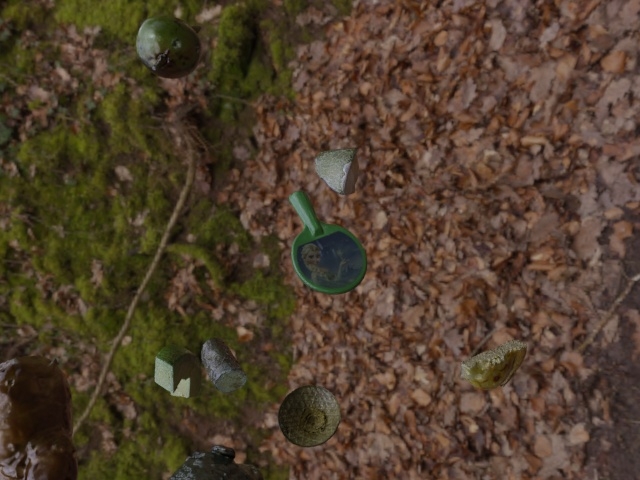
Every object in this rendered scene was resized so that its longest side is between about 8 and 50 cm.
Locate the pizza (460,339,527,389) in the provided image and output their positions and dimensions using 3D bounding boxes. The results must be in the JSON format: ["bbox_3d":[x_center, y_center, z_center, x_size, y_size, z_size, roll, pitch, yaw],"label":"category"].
[{"bbox_3d":[0.500,0.387,1.773,0.204,0.188,0.080,81,169,-47],"label":"pizza"}]

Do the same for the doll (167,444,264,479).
[{"bbox_3d":[-0.201,0.482,0.981,0.247,0.247,0.349,-106,34,-54],"label":"doll"}]

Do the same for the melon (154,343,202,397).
[{"bbox_3d":[-0.330,0.308,1.447,0.209,0.064,0.118,61,-137,-73],"label":"melon"}]

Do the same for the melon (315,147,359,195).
[{"bbox_3d":[0.067,-0.226,1.878,0.139,0.093,0.202,-50,49,21],"label":"melon"}]

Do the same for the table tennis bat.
[{"bbox_3d":[0.000,0.000,1.315,0.257,0.160,0.039,63,157,24],"label":"table tennis bat"}]

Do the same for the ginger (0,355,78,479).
[{"bbox_3d":[-0.529,0.368,0.999,0.274,0.357,0.152,59,-172,16],"label":"ginger"}]

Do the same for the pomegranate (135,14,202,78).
[{"bbox_3d":[-0.365,-0.471,1.520,0.220,0.156,0.156,-87,9,-77],"label":"pomegranate"}]

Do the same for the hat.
[{"bbox_3d":[-0.021,0.412,1.423,0.067,0.146,0.146,76,-172,-54],"label":"hat"}]

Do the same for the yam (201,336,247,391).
[{"bbox_3d":[-0.299,0.380,1.880,0.183,0.107,0.107,45,127,50],"label":"yam"}]
